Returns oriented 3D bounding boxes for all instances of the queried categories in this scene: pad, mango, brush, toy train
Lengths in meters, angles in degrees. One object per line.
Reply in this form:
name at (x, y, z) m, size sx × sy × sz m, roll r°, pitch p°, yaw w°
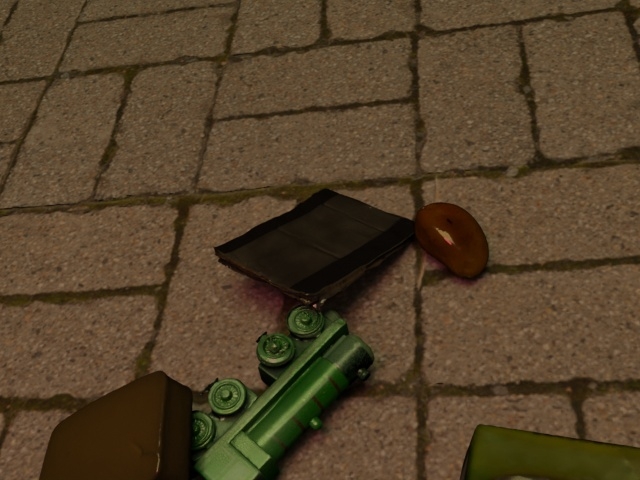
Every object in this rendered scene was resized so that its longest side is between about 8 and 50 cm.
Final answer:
pad at (0.000, 0.001, 1.017) m, size 0.174 × 0.022 × 0.233 m, roll 22°, pitch 37°, yaw 32°
mango at (0.163, -0.002, 0.998) m, size 0.080 × 0.060 × 0.114 m, roll -11°, pitch 47°, yaw -21°
brush at (-0.216, 0.226, 0.845) m, size 0.197 × 0.059 × 0.123 m, roll -29°, pitch 45°, yaw 28°
toy train at (-0.047, 0.178, 0.885) m, size 0.119 × 0.085 × 0.251 m, roll 35°, pitch 67°, yaw 29°

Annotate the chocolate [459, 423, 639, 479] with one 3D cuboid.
chocolate at (0.234, 0.311, 0.655) m, size 0.288 × 0.137 × 0.301 m, roll 5°, pitch 51°, yaw 18°
